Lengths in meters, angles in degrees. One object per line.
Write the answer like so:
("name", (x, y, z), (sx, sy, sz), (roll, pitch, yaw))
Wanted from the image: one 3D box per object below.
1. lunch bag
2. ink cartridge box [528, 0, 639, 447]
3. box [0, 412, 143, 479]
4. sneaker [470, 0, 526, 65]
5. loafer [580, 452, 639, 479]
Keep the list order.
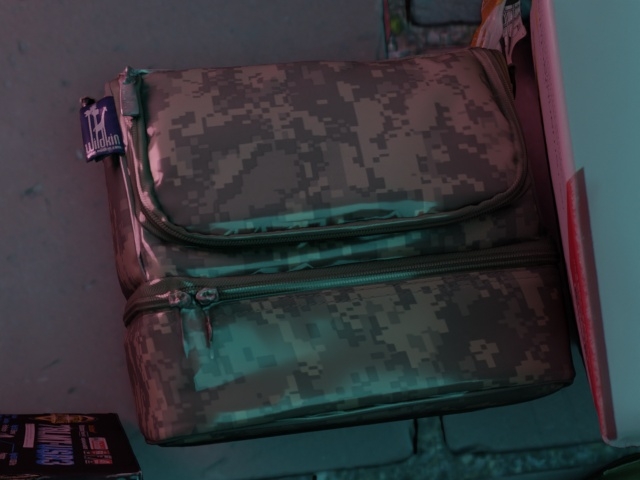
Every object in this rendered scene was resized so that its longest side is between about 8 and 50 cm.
("lunch bag", (0.000, 0.000, 0.940), (0.305, 0.212, 0.256), (-6, 81, -9))
("ink cartridge box", (0.229, -0.045, 0.880), (0.160, 0.385, 0.279), (-8, 92, 9))
("box", (-0.263, 0.153, 0.840), (0.293, 0.295, 0.073), (2, 90, -12))
("sneaker", (0.143, -0.170, 1.053), (0.037, 0.032, 0.083), (16, 95, -19))
("loafer", (0.224, 0.204, 1.057), (0.148, 0.050, 0.056), (-18, 94, -10))
